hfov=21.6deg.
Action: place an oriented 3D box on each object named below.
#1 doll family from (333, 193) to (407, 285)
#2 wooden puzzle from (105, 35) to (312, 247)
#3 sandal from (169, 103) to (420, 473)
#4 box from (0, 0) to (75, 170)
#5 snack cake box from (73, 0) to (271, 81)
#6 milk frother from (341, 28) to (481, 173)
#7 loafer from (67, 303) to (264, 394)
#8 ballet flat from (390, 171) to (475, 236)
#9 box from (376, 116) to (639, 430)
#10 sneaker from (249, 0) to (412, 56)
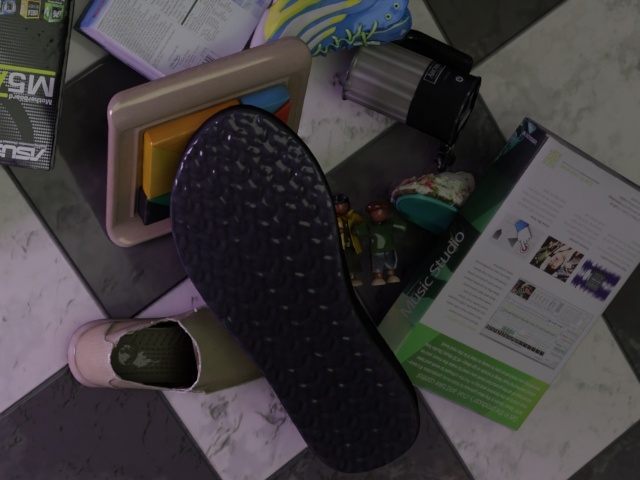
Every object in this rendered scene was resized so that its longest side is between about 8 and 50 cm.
[{"bbox_3d":[0.000,0.000,1.844,0.193,0.076,0.111,-8,93,-31],"label":"doll family"},{"bbox_3d":[-0.115,-0.093,1.737,0.221,0.239,0.044,-20,60,-19],"label":"wooden puzzle"},{"bbox_3d":[-0.032,0.051,1.762,0.167,0.107,0.446,-20,117,6],"label":"sandal"},{"bbox_3d":[-0.354,-0.172,1.701,0.190,0.045,0.184,7,92,-23],"label":"box"},{"bbox_3d":[-0.122,-0.292,1.757,0.152,0.089,0.264,33,84,-21],"label":"snack cake box"},{"bbox_3d":[0.099,-0.150,1.870,0.134,0.129,0.143,25,120,10],"label":"milk frother"},{"bbox_3d":[-0.133,0.121,1.805,0.268,0.092,0.102,-8,100,-21],"label":"loafer"},{"bbox_3d":[0.170,-0.032,1.914,0.241,0.091,0.077,30,58,-38],"label":"ballet flat"},{"bbox_3d":[0.225,0.045,1.893,0.232,0.058,0.322,27,102,-37],"label":"box"},{"bbox_3d":[0.024,-0.238,1.773,0.126,0.091,0.240,31,64,9],"label":"sneaker"}]
